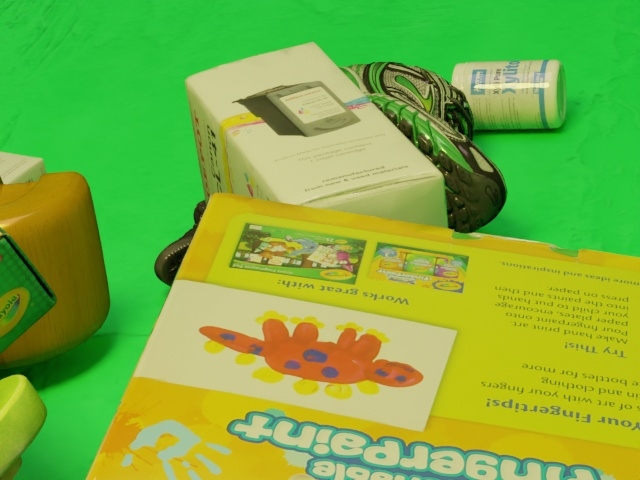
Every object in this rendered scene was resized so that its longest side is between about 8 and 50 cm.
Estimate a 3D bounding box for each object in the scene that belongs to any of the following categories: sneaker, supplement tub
[{"bbox_3d":[-0.097,-0.005,1.854,0.170,0.051,0.089,-21,29,-31],"label":"sneaker"},{"bbox_3d":[0.093,-0.106,1.891,0.146,0.134,0.343,-17,28,-15],"label":"sneaker"},{"bbox_3d":[0.190,-0.146,2.005,0.107,0.071,0.071,0,29,16],"label":"supplement tub"}]

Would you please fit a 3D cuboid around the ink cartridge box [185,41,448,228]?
[{"bbox_3d":[0.000,0.000,1.623,0.131,0.226,0.306,-15,27,-14],"label":"ink cartridge box"}]

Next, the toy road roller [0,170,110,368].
[{"bbox_3d":[-0.310,0.047,1.652,0.240,0.203,0.329,-6,26,6],"label":"toy road roller"}]

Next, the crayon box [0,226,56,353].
[{"bbox_3d":[-0.342,0.076,1.401,0.278,0.081,0.165,-42,43,-11],"label":"crayon box"}]

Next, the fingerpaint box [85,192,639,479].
[{"bbox_3d":[0.103,0.152,1.290,0.444,0.163,0.371,8,30,5],"label":"fingerpaint box"}]

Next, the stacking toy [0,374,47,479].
[{"bbox_3d":[-0.275,0.236,1.298,0.279,0.130,0.309,-28,18,41],"label":"stacking toy"}]

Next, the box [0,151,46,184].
[{"bbox_3d":[-0.315,-0.019,1.887,0.087,0.102,0.101,10,34,29],"label":"box"}]
